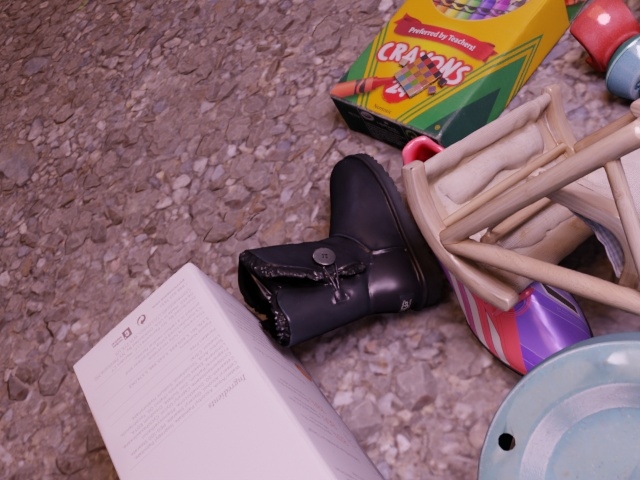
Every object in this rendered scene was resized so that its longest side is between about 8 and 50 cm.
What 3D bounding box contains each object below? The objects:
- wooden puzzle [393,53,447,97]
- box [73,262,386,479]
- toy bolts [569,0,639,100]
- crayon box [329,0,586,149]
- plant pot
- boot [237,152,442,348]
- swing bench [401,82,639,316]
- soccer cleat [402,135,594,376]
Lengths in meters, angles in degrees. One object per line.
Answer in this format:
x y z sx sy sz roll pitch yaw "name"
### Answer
0.125 -0.210 0.904 0.049 0.006 0.083 -31 51 8 "wooden puzzle"
-0.065 0.222 0.701 0.168 0.215 0.345 -42 49 -1 "box"
0.403 -0.252 0.774 0.228 0.218 0.158 -44 53 21 "toy bolts"
0.187 -0.265 0.964 0.202 0.081 0.318 30 77 39 "crayon box"
0.233 0.184 0.502 0.272 0.255 0.271 -10 68 25 "plant pot"
0.000 0.000 0.827 0.207 0.094 0.246 -10 52 -21 "boot"
0.261 -0.054 0.656 0.253 0.165 0.255 -31 15 -31 "swing bench"
0.174 0.013 0.766 0.109 0.116 0.318 -32 50 7 "soccer cleat"
